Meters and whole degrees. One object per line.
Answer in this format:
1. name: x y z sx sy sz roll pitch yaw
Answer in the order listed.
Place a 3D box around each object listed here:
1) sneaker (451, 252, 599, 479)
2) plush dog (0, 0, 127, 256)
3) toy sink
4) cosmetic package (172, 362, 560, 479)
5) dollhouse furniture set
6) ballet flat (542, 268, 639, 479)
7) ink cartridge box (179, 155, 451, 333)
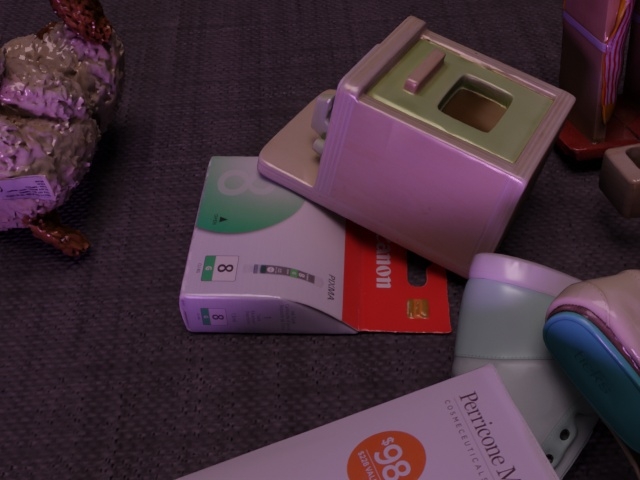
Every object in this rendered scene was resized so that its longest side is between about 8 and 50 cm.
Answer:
1. sneaker: 0.209 0.117 0.620 0.256 0.094 0.151 18 85 -7
2. plush dog: -0.263 -0.124 0.803 0.210 0.262 0.225 33 57 -11
3. toy sink: 0.083 -0.100 0.757 0.234 0.131 0.153 28 46 14
4. cosmetic package: 0.024 0.253 0.385 0.284 0.097 0.377 -19 35 -2
5. dollhouse furniture set: 0.326 -0.125 0.724 0.152 0.201 0.374 -10 36 -6
6. ballet flat: 0.236 0.128 0.534 0.086 0.086 0.248 -27 84 -23
7. ink cartridge box: 0.000 0.000 0.755 0.224 0.056 0.181 -1 45 5
